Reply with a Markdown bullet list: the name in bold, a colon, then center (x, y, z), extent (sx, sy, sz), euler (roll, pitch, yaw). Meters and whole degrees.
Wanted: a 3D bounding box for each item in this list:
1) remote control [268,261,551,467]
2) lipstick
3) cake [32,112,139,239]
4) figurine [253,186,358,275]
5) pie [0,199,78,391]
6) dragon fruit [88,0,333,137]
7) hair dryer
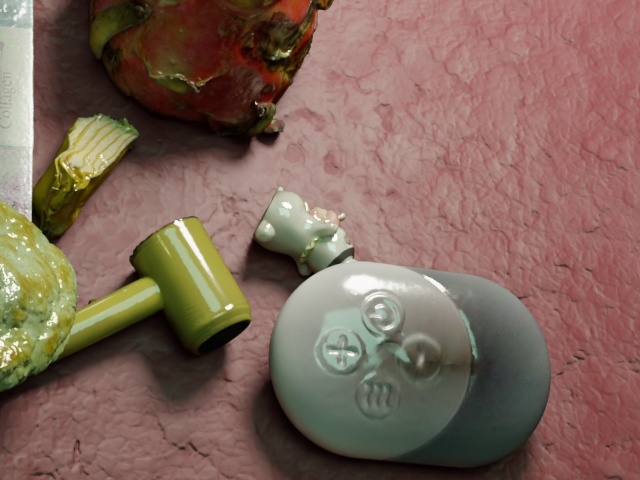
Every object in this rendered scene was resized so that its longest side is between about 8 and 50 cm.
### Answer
- **remote control**: center (0.103, 0.139, 1.985), extent (0.332, 0.103, 0.221), euler (7, 80, -17)
- **lipstick**: center (-0.361, -0.144, 2.007), extent (0.066, 0.068, 0.317), euler (4, 62, -17)
- **cake**: center (-0.270, -0.095, 1.990), extent (0.080, 0.116, 0.185), euler (36, 62, 4)
- **figurine**: center (0.003, -0.007, 2.049), extent (0.146, 0.081, 0.098), euler (26, 58, -4)
- **pie**: center (-0.368, 0.024, 1.803), extent (0.274, 0.105, 0.257), euler (34, 32, -25)
- **dragon fruit**: center (-0.131, -0.312, 2.060), extent (0.314, 0.263, 0.296), euler (23, 59, -6)
- **hair dryer**: center (-0.220, 0.091, 1.930), extent (0.279, 0.090, 0.135), euler (-26, 76, -22)
